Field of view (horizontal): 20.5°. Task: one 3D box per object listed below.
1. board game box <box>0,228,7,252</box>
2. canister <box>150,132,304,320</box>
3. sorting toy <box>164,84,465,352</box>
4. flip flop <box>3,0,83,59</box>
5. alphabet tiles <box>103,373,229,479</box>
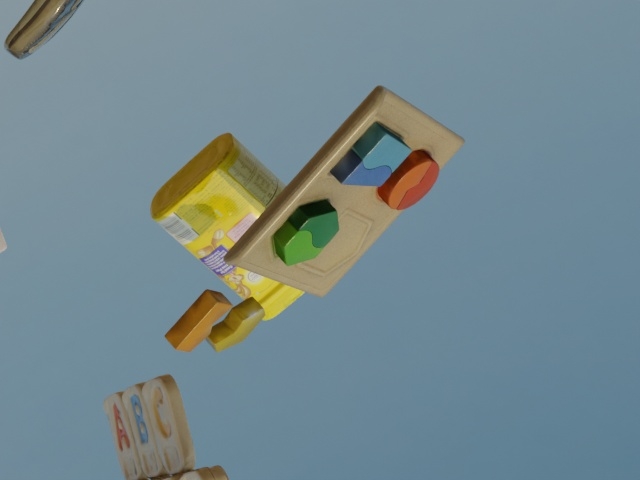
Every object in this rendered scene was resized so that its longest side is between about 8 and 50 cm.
[{"bbox_3d":[-0.496,0.061,1.616,0.318,0.066,0.319,-14,-167,19],"label":"board game box"},{"bbox_3d":[-0.076,-0.015,1.829,0.126,0.170,0.073,-41,-154,13],"label":"canister"},{"bbox_3d":[0.000,0.000,1.657,0.307,0.229,0.041,-48,-113,10],"label":"sorting toy"},{"bbox_3d":[-0.179,-0.265,1.283,0.080,0.277,0.112,19,-171,-4],"label":"flip flop"},{"bbox_3d":[-0.103,0.239,1.274,0.021,0.278,0.284,-12,174,-23],"label":"alphabet tiles"}]
